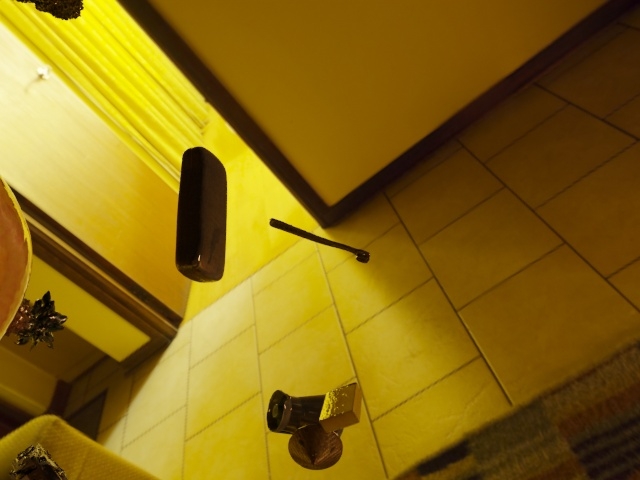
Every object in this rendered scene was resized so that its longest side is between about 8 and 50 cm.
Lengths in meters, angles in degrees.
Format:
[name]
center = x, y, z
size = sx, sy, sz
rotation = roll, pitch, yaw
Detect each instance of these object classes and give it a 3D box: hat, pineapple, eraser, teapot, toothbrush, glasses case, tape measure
[hat]
center = -0.015, 0.554, 1.342
size = 0.146, 0.146, 0.067
rotation = -35, 13, 13
[pineapple]
center = -0.516, 0.120, 0.880
size = 0.083, 0.221, 0.103
rotation = -24, 70, -5
[eraser]
center = 0.056, 0.432, 1.359
size = 0.097, 0.045, 0.122
rotation = -24, 14, 17
[teapot]
center = -0.057, 0.582, 1.708
size = 0.203, 0.225, 0.170
rotation = -54, 28, 35
[toothbrush]
center = 0.000, 0.000, 1.389
size = 0.030, 0.298, 0.030
rotation = -53, 23, 44
[glasses case]
center = -0.280, -0.061, 1.243
size = 0.074, 0.131, 0.322
rotation = -9, 67, 15
[tape measure]
center = -0.371, 0.325, 0.701
size = 0.054, 0.094, 0.091
rotation = -35, 9, -27

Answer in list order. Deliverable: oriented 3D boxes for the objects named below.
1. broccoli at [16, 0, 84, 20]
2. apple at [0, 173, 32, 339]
[broccoli]
center = -0.318, -0.331, 0.587
size = 0.162, 0.146, 0.138
rotation = -41, 9, 21
[apple]
center = -0.535, 0.008, 0.580
size = 0.347, 0.391, 0.391
rotation = 4, 50, 22
